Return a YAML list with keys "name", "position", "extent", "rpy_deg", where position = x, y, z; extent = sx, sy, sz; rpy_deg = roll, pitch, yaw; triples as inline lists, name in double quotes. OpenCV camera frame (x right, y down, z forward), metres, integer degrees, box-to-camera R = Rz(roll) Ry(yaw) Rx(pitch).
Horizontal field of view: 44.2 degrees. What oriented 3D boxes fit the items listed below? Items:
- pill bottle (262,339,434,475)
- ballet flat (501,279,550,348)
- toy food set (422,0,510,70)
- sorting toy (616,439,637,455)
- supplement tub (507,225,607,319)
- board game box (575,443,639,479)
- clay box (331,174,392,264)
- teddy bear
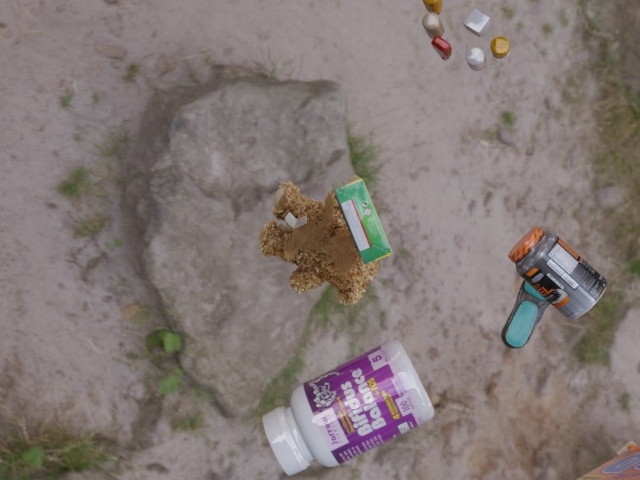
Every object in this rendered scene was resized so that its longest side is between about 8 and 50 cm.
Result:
- name: "pill bottle"
  position: [0.050, 0.324, 1.496]
  extent: [0.301, 0.169, 0.169]
  rpy_deg: [-27, 119, 0]
- name: "ballet flat"
  position: [0.548, 0.149, 2.037]
  extent: [0.281, 0.095, 0.096]
  rpy_deg: [-58, 175, 4]
- name: "toy food set"
  position: [0.307, -0.448, 1.729]
  extent: [0.111, 0.232, 0.104]
  rpy_deg: [-55, 164, 7]
- name: "sorting toy"
  position: [0.844, 0.562, 2.109]
  extent: [0.083, 0.062, 0.012]
  rpy_deg: [-35, 131, -10]
- name: "supplement tub"
  position: [0.498, 0.065, 1.666]
  extent: [0.190, 0.117, 0.117]
  rpy_deg: [42, 62, 4]
- name: "board game box"
  position: [0.687, 0.496, 1.272]
  extent: [0.356, 0.356, 0.357]
  rpy_deg: [-18, 78, -25]
- name: "clay box"
  position: [0.065, -0.040, 1.305]
  extent: [0.053, 0.222, 0.128]
  rpy_deg: [-22, 95, 1]
- name: "teddy bear"
  position: [0.000, 0.000, 1.594]
  extent: [0.113, 0.337, 0.245]
  rpy_deg: [21, 78, -46]
